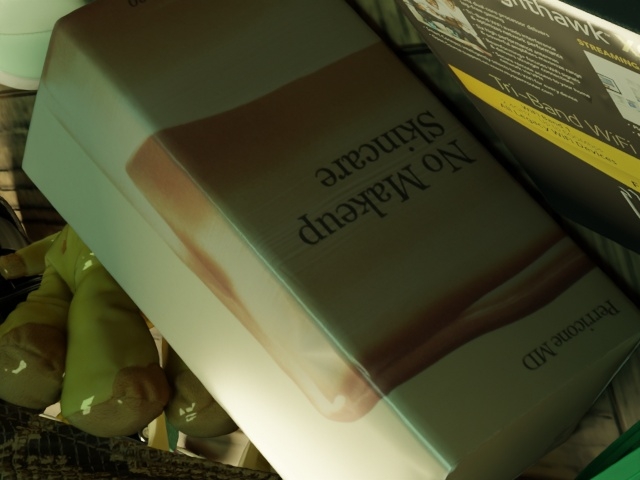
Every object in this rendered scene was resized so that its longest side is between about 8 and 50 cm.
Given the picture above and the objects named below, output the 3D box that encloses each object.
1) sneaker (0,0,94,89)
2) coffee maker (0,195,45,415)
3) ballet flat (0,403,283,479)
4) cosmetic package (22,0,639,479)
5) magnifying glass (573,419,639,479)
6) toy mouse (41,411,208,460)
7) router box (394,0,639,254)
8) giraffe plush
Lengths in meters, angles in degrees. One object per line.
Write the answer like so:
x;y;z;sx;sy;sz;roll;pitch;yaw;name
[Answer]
-0.247;-0.187;1.046;0.256;0.094;0.151;17;148;-18;sneaker
-0.252;0.060;1.218;0.120;0.171;0.178;54;171;-29;coffee maker
-0.105;0.158;1.082;0.483;0.182;0.164;18;137;-7;ballet flat
0.000;0.000;0.901;0.296;0.153;0.129;47;145;16;cosmetic package
0.165;0.077;0.756;0.026;0.092;0.231;50;164;7;magnifying glass
-0.116;0.140;1.228;0.143;0.031;0.161;0;148;35;toy mouse
0.175;-0.033;0.600;0.309;0.081;0.243;31;172;37;router box
-0.106;-0.008;1.056;0.210;0.181;0.170;-106;24;-54;giraffe plush
